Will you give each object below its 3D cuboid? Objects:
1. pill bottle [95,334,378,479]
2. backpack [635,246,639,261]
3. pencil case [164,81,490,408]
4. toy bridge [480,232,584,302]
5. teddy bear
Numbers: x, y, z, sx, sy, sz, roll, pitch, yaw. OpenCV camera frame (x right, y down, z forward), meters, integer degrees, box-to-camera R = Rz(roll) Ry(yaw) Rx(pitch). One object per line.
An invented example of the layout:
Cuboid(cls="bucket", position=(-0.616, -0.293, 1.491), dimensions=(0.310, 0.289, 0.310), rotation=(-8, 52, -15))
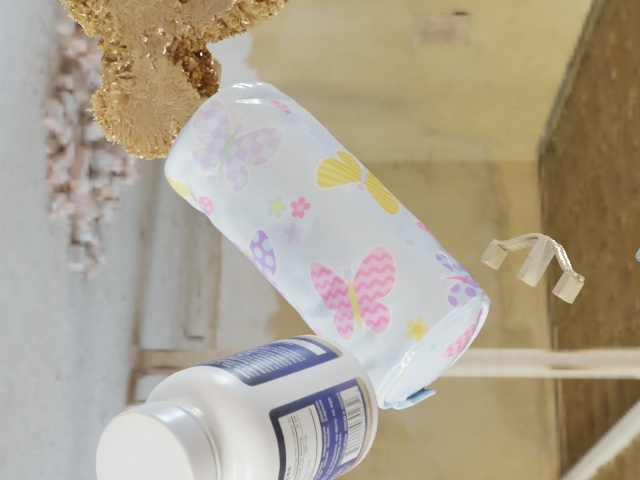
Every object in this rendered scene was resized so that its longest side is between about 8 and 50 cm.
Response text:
Cuboid(cls="pill bottle", position=(-0.047, 0.114, 0.638), dimensions=(0.169, 0.094, 0.094), rotation=(-9, 102, -56))
Cuboid(cls="backpack", position=(0.273, -0.017, 0.649), dimensions=(0.173, 0.158, 0.117), rotation=(0, 97, -53))
Cuboid(cls="pencil case", position=(0.000, 0.000, 0.828), dimensions=(0.113, 0.273, 0.124), rotation=(-9, 138, -57))
Cuboid(cls="toy bridge", position=(0.270, 0.025, 1.359), dimensions=(0.063, 0.026, 0.188), rotation=(-58, -154, -2))
Cuboid(cls="teddy bear", position=(-0.148, -0.249, 1.010), dimensions=(0.338, 0.245, 0.113), rotation=(69, 20, -10))
